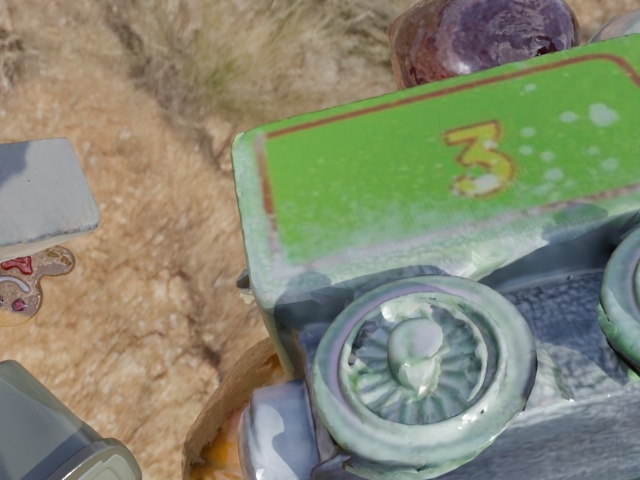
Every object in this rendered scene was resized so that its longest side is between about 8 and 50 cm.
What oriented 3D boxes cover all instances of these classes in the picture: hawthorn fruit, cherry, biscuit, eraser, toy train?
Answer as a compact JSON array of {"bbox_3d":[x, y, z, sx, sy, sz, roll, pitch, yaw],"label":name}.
[{"bbox_3d":[-0.020,0.361,1.841,0.471,0.472,0.472,8,65,-17],"label":"hawthorn fruit"},{"bbox_3d":[0.218,-0.231,1.507,0.300,0.230,0.203,20,53,21],"label":"cherry"},{"bbox_3d":[-0.444,0.007,1.692,0.165,0.036,0.250,12,90,-8],"label":"biscuit"},{"bbox_3d":[-0.372,-0.026,1.131,0.352,0.077,0.111,-17,82,-58],"label":"eraser"},{"bbox_3d":[0.105,0.033,0.577,0.307,0.173,0.249,-13,47,3],"label":"toy train"}]

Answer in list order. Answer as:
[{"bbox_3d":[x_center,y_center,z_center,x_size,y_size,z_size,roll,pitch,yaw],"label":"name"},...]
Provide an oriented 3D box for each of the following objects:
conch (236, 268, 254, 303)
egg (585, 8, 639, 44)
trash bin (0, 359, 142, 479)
[{"bbox_3d":[0.030,0.030,1.799,0.324,0.263,0.186,-42,94,8],"label":"conch"},{"bbox_3d":[0.384,-0.179,1.314,0.183,0.217,0.183,-3,80,15],"label":"egg"},{"bbox_3d":[-0.422,0.323,1.666,0.220,0.219,0.250,-40,58,-20],"label":"trash bin"}]
